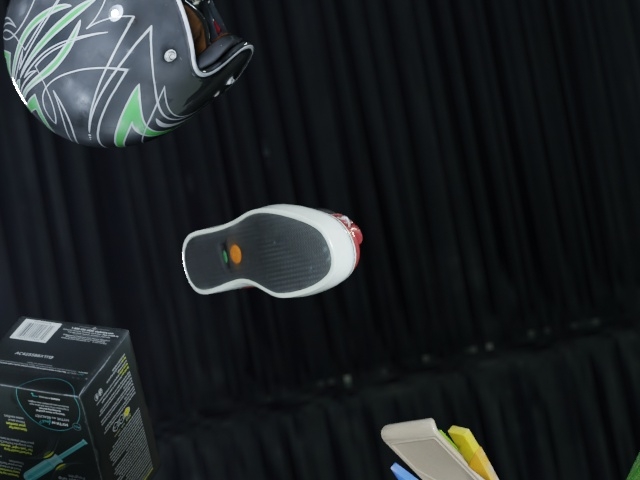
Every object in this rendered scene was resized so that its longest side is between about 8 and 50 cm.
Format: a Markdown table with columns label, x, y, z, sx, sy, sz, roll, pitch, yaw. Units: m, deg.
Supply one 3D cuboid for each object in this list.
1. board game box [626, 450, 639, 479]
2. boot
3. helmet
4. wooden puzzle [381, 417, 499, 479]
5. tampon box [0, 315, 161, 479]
| label | x | y | z | sx | sy | sz | roll | pitch | yaw |
| --- | --- | --- | --- | --- | --- | --- | --- | --- | --- |
| board game box | 0.350 | 0.221 | 1.805 | 0.039 | 0.259 | 0.124 | 26 | -26 | 5 |
| boot | 0.000 | 0.000 | 1.710 | 0.176 | 0.088 | 0.244 | -12 | 4 | -35 |
| helmet | -0.145 | -0.145 | 1.246 | 0.169 | 0.169 | 0.161 | -11 | 3 | 33 |
| wooden puzzle | 0.080 | 0.147 | 1.163 | 0.014 | 0.078 | 0.116 | -46 | 20 | -28 |
| tampon box | -0.231 | 0.167 | 1.598 | 0.120 | 0.161 | 0.101 | 6 | 35 | 22 |
